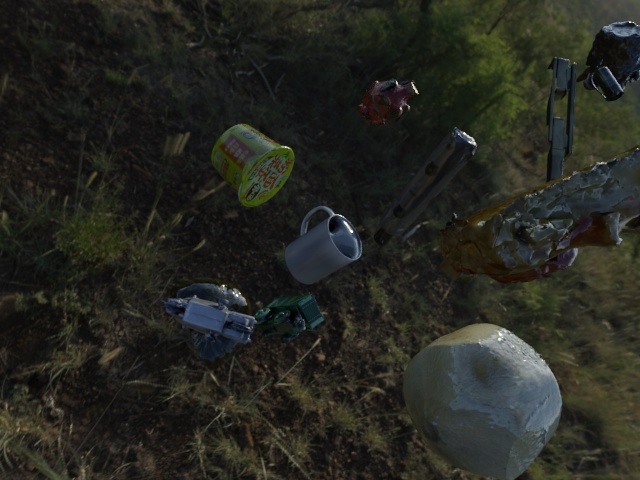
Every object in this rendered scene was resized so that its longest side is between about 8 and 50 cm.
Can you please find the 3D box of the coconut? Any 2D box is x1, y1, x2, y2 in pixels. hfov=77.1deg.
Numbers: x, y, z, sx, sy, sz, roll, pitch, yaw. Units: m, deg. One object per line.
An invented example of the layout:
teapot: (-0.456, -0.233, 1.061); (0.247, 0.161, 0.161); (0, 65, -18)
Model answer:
coconut: (0.276, 0.282, 0.712); (0.247, 0.245, 0.245); (-18, 71, -37)

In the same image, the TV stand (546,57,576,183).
TV stand: (0.424, -0.210, 0.717); (0.042, 0.036, 0.250); (9, 76, 10)

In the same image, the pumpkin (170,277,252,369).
pumpkin: (-0.346, 0.260, 1.362); (0.232, 0.242, 0.325); (-26, 117, -15)

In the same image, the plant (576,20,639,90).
plant: (1.024, -0.625, 1.398); (0.178, 0.234, 0.204); (-30, 51, -27)

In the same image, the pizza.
pizza: (0.278, -0.006, 0.522); (0.405, 0.439, 0.130); (-16, 81, -44)

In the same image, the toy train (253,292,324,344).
toy train: (-0.116, 0.252, 1.325); (0.154, 0.269, 0.115); (-37, 102, -35)

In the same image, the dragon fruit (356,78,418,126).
dragon fruit: (0.133, -0.276, 0.789); (0.086, 0.116, 0.081); (44, 30, -24)

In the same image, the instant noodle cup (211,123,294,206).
instant noodle cup: (-0.290, -0.320, 1.652); (0.221, 0.312, 0.311); (41, 38, 16)

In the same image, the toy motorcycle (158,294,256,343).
toy motorcycle: (-0.301, 0.210, 1.095); (0.259, 0.171, 0.110); (16, 77, 2)

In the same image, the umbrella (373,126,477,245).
umbrella: (0.232, -0.111, 0.951); (0.073, 0.337, 0.067); (35, 34, -2)

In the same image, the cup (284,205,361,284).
cup: (0.007, 0.007, 0.820); (0.099, 0.133, 0.136); (38, 38, -24)

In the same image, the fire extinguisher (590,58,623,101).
fire extinguisher: (0.527, -0.295, 0.746); (0.025, 0.038, 0.084); (6, 61, -24)
